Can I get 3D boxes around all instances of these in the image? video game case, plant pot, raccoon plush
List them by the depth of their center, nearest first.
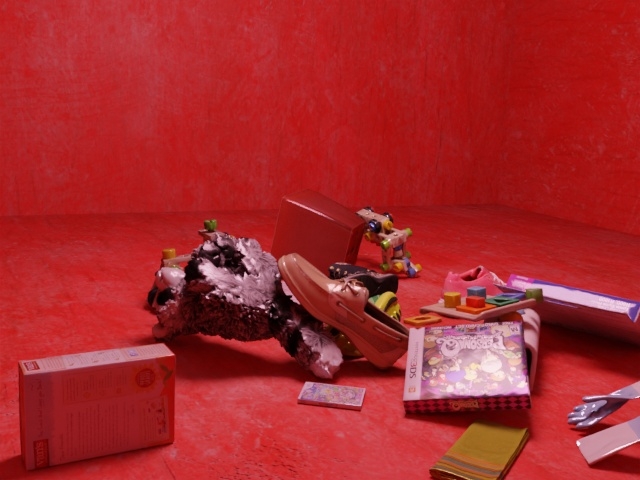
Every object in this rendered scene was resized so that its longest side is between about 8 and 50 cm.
[{"bbox_3d":[0.282,0.242,1.388,0.232,0.041,0.210,-6,33,15],"label":"video game case"},{"bbox_3d":[0.023,0.301,1.392,0.122,0.011,0.087,5,11,9],"label":"video game case"},{"bbox_3d":[-0.198,0.204,1.571,0.216,0.299,0.446,-18,62,-46],"label":"raccoon plush"},{"bbox_3d":[0.000,0.000,2.344,0.236,0.267,0.267,17,15,14],"label":"plant pot"}]

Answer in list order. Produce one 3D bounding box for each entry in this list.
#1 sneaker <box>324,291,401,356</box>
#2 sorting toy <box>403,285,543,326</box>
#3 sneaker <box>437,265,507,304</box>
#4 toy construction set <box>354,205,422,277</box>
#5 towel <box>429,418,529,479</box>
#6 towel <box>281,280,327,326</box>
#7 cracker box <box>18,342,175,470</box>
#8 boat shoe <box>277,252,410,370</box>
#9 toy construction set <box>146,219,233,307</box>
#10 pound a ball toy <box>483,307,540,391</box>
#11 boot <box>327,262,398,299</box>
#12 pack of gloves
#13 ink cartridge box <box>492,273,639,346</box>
[{"bbox_3d":[0.089,0.209,1.715,0.124,0.109,0.296,-20,-1,35],"label":"sneaker"},{"bbox_3d":[0.341,0.134,1.575,0.348,0.047,0.196,-9,5,-33],"label":"sorting toy"},{"bbox_3d":[0.478,0.139,2.017,0.314,0.136,0.116,-2,13,-25],"label":"sneaker"},{"bbox_3d":[0.191,0.008,2.452,0.328,0.215,0.151,9,35,42],"label":"toy construction set"},{"bbox_3d":[0.270,0.350,1.191,0.102,0.021,0.237,10,13,28],"label":"towel"},{"bbox_3d":[-0.018,0.161,1.993,0.317,0.053,0.332,-7,14,-40],"label":"towel"},{"bbox_3d":[-0.352,0.258,1.137,0.232,0.155,0.067,-3,13,-30],"label":"cracker box"},{"bbox_3d":[0.057,0.131,1.537,0.341,0.110,0.121,41,18,-11],"label":"boat shoe"},{"bbox_3d":[-0.340,0.071,1.880,0.258,0.237,0.309,3,12,1],"label":"toy construction set"},{"bbox_3d":[0.375,0.220,1.583,0.208,0.135,0.319,7,11,18],"label":"pound a ball toy"},{"bbox_3d":[0.077,0.113,1.919,0.179,0.085,0.236,13,10,40],"label":"boot"},{"bbox_3d":[0.542,0.284,1.248,0.232,0.046,0.195,-27,5,10],"label":"pack of gloves"},{"bbox_3d":[0.635,0.163,1.763,0.324,0.071,0.330,13,-14,38],"label":"ink cartridge box"}]
